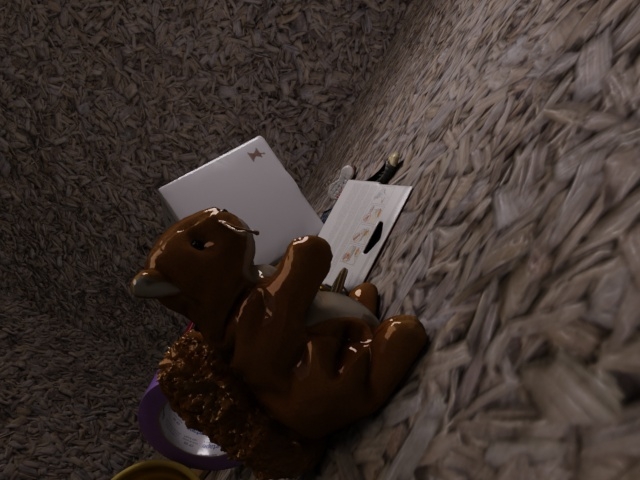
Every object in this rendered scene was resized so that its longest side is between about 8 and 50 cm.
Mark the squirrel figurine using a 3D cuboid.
[{"bbox_3d":[-0.116,0.153,0.694,0.396,0.371,0.281,-59,10,8],"label":"squirrel figurine"}]

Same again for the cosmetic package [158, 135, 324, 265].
[{"bbox_3d":[-0.245,-0.034,1.360,0.327,0.329,0.393,-33,-5,-21],"label":"cosmetic package"}]

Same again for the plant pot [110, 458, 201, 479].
[{"bbox_3d":[-0.366,0.642,0.999,0.239,0.254,0.254,106,-175,-52],"label":"plant pot"}]

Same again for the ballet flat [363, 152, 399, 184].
[{"bbox_3d":[0.153,-0.172,1.205,0.173,0.049,0.057,-49,16,47],"label":"ballet flat"}]

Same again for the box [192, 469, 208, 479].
[{"bbox_3d":[-0.350,0.667,1.401,0.201,0.021,0.164,-55,11,27],"label":"box"}]

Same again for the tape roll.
[{"bbox_3d":[-0.250,0.376,1.001,0.274,0.275,0.090,-56,11,22],"label":"tape roll"}]

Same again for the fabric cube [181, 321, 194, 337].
[{"bbox_3d":[-0.373,0.348,1.730,0.258,0.259,0.254,-63,12,-14],"label":"fabric cube"}]

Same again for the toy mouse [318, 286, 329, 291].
[{"bbox_3d":[-0.016,0.145,1.196,0.143,0.031,0.161,-44,19,57],"label":"toy mouse"}]

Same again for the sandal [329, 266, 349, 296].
[{"bbox_3d":[0.038,0.144,0.913,0.072,0.049,0.180,128,154,-64],"label":"sandal"}]

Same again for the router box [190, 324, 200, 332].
[{"bbox_3d":[-0.284,0.264,1.577,0.308,0.243,0.081,-62,10,-14],"label":"router box"}]

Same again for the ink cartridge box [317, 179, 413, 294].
[{"bbox_3d":[0.088,-0.008,1.051,0.239,0.060,0.275,17,76,55],"label":"ink cartridge box"}]

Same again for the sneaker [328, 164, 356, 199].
[{"bbox_3d":[0.089,-0.213,1.672,0.065,0.061,0.158,-30,-18,-51],"label":"sneaker"}]

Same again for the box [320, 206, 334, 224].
[{"bbox_3d":[0.000,0.000,1.468,0.220,0.051,0.175,-61,10,-8],"label":"box"}]
